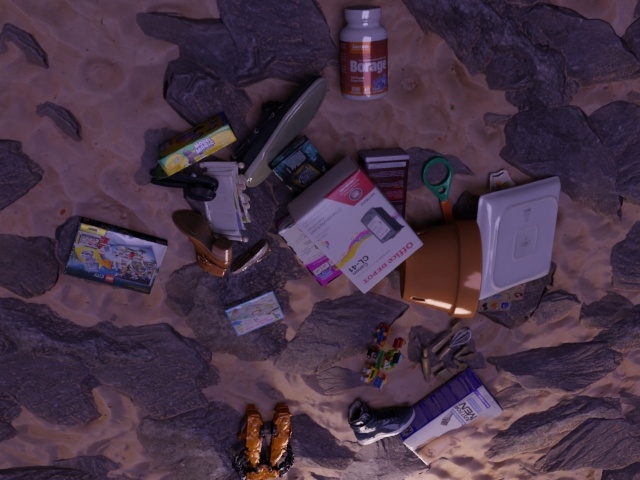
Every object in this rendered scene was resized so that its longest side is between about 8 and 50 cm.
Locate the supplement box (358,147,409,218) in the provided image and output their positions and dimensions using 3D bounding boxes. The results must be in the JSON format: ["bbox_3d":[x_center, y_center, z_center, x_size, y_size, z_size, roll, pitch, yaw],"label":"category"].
[{"bbox_3d":[0.174,-0.137,1.767,0.131,0.073,0.239,-5,116,-12],"label":"supplement box"}]

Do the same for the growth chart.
[{"bbox_3d":[-0.251,-0.102,1.645,0.172,0.021,0.237,13,119,29],"label":"growth chart"}]

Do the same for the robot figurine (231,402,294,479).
[{"bbox_3d":[-0.186,0.681,2.074,0.211,0.085,0.290,2,115,-15],"label":"robot figurine"}]

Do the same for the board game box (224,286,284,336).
[{"bbox_3d":[-0.198,0.215,1.872,0.154,0.026,0.103,-22,119,-3],"label":"board game box"}]

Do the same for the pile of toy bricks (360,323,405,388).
[{"bbox_3d":[0.223,0.381,2.032,0.105,0.118,0.212,0,110,-50],"label":"pile of toy bricks"}]

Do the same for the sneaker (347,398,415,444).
[{"bbox_3d":[0.203,0.597,2.132,0.226,0.086,0.163,-26,122,1],"label":"sneaker"}]

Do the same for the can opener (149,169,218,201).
[{"bbox_3d":[-0.353,-0.153,1.611,0.186,0.073,0.059,15,121,5],"label":"can opener"}]

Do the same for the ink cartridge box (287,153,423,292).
[{"bbox_3d":[0.095,-0.042,1.680,0.226,0.131,0.306,-41,117,7],"label":"ink cartridge box"}]

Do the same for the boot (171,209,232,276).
[{"bbox_3d":[-0.331,0.014,1.710,0.197,0.073,0.152,36,145,10],"label":"boot"}]

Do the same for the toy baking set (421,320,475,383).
[{"bbox_3d":[0.430,0.381,2.118,0.197,0.030,0.256,-22,126,-10],"label":"toy baking set"}]

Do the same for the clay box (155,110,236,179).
[{"bbox_3d":[-0.324,-0.237,1.557,0.222,0.127,0.053,-27,119,-1],"label":"clay box"}]

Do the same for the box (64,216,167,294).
[{"bbox_3d":[-0.552,0.043,1.685,0.233,0.044,0.159,17,110,-22],"label":"box"}]

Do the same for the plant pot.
[{"bbox_3d":[0.341,0.080,1.819,0.204,0.290,0.290,2,116,3],"label":"plant pot"}]

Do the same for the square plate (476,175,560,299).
[{"bbox_3d":[0.604,-0.001,1.891,0.348,0.049,0.343,-15,117,-29],"label":"square plate"}]

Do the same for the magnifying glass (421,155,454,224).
[{"bbox_3d":[0.359,-0.142,1.843,0.092,0.026,0.230,-23,117,-3],"label":"magnifying glass"}]

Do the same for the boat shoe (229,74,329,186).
[{"bbox_3d":[-0.116,-0.299,1.594,0.113,0.127,0.340,44,113,17],"label":"boat shoe"}]

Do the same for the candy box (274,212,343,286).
[{"bbox_3d":[0.000,0.000,1.791,0.159,0.071,0.233,-35,120,4],"label":"candy box"}]

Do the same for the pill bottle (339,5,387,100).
[{"bbox_3d":[0.108,-0.468,1.557,0.121,0.121,0.216,-9,118,-10],"label":"pill bottle"}]

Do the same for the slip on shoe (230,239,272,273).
[{"bbox_3d":[-0.197,0.054,1.783,0.135,0.051,0.041,-41,130,1],"label":"slip on shoe"}]

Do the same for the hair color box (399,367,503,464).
[{"bbox_3d":[0.450,0.621,2.193,0.339,0.110,0.185,-37,123,7],"label":"hair color box"}]

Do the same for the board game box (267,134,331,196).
[{"bbox_3d":[-0.047,-0.190,1.660,0.126,0.026,0.186,-38,148,4],"label":"board game box"}]

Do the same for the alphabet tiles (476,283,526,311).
[{"bbox_3d":[0.570,0.149,2.049,0.238,0.009,0.198,-2,116,-14],"label":"alphabet tiles"}]

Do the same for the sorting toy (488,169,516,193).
[{"bbox_3d":[0.537,-0.171,1.864,0.083,0.045,0.075,-17,111,-5],"label":"sorting toy"}]
